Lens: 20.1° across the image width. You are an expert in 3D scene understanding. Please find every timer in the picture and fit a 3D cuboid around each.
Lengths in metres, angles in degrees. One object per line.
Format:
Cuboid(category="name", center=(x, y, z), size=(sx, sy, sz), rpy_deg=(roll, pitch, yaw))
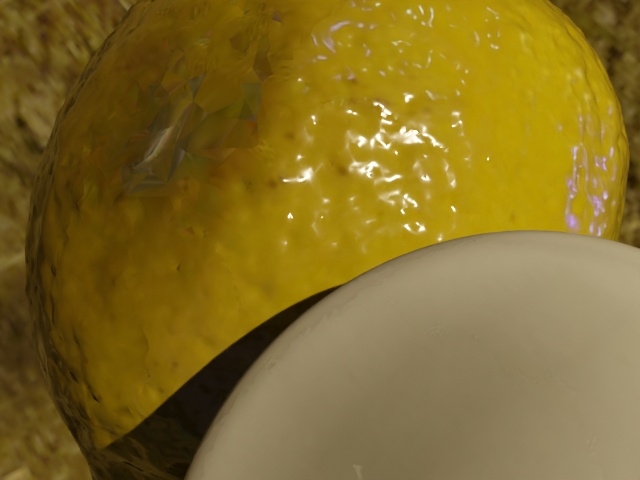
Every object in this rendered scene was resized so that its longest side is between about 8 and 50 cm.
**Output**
Cuboid(category="timer", center=(0.055, 0.105, 0.562), size=(0.233, 0.233, 0.240), rpy_deg=(-42, 145, 3))

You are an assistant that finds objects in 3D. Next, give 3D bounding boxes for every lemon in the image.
Cuboid(category="lemon", center=(0.000, 0.000, 0.786), size=(0.253, 0.253, 0.310), rpy_deg=(34, 85, -42))
